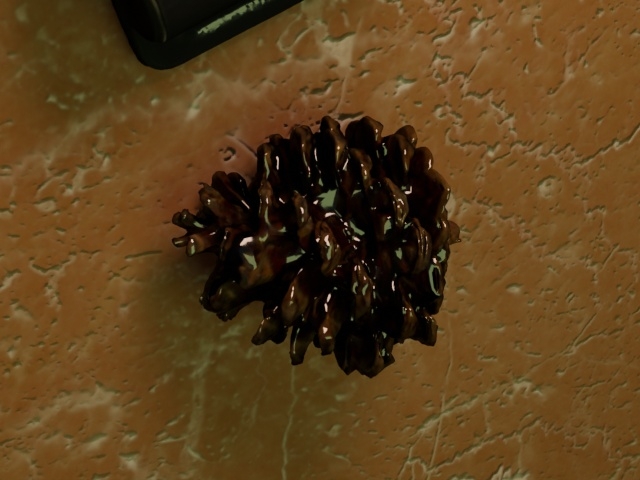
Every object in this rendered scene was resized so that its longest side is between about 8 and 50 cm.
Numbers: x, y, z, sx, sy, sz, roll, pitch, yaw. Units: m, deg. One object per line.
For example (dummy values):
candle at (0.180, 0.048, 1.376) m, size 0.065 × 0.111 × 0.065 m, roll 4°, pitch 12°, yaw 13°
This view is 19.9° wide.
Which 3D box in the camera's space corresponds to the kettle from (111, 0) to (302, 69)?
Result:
kettle at (-0.058, -0.308, 1.535) m, size 0.308 × 0.262 × 0.203 m, roll -33°, pitch 90°, yaw -10°

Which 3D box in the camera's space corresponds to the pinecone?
pinecone at (0.003, 0.008, 1.677) m, size 0.257 × 0.243 × 0.243 m, roll -11°, pitch 122°, yaw 8°
